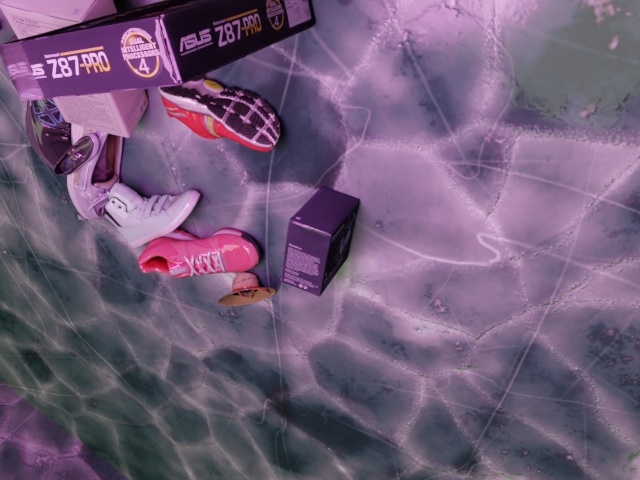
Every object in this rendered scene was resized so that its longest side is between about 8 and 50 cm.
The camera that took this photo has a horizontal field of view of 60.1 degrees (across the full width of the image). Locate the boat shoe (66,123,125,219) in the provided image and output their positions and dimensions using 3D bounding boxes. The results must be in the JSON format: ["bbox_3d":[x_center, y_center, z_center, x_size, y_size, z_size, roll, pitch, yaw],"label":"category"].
[{"bbox_3d":[-0.525,-0.178,1.325,0.103,0.118,0.321,26,122,15],"label":"boat shoe"}]

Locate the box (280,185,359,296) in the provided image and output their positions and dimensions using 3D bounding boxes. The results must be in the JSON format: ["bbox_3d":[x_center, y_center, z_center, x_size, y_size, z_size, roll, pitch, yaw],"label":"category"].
[{"bbox_3d":[0.000,0.000,1.123,0.093,0.156,0.158,20,127,15],"label":"box"}]

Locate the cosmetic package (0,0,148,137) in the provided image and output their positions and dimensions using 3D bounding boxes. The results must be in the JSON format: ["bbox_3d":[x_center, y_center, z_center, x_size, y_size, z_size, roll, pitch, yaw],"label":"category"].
[{"bbox_3d":[-0.463,-0.353,1.084,0.160,0.113,0.309,15,152,5],"label":"cosmetic package"}]

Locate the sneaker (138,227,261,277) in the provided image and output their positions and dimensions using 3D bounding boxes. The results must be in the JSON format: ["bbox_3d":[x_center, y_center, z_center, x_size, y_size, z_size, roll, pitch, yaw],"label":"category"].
[{"bbox_3d":[-0.293,0.050,1.322,0.313,0.136,0.116,1,121,21],"label":"sneaker"}]

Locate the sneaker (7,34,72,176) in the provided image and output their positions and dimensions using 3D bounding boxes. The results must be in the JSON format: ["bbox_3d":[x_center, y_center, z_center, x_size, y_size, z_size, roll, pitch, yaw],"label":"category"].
[{"bbox_3d":[-0.602,-0.301,1.280,0.139,0.125,0.341,4,124,21],"label":"sneaker"}]

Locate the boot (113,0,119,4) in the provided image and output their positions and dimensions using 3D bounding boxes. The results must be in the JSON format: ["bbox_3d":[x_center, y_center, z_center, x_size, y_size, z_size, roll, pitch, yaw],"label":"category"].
[{"bbox_3d":[-0.506,-0.506,1.076,0.220,0.109,0.283,31,146,-18],"label":"boot"}]

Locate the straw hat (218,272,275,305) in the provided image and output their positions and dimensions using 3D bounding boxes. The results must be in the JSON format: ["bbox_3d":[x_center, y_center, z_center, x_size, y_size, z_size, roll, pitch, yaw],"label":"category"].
[{"bbox_3d":[-0.183,0.111,1.354,0.144,0.144,0.061,-27,67,38],"label":"straw hat"}]

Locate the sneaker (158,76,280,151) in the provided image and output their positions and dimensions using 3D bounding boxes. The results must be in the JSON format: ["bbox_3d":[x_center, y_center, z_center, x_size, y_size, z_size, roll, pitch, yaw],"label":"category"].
[{"bbox_3d":[-0.201,-0.249,1.130,0.278,0.107,0.118,29,148,14],"label":"sneaker"}]

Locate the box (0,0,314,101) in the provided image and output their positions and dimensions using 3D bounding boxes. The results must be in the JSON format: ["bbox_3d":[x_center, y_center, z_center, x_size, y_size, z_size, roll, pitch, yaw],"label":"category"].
[{"bbox_3d":[-0.235,-0.328,0.883,0.318,0.395,0.097,2,121,29],"label":"box"}]

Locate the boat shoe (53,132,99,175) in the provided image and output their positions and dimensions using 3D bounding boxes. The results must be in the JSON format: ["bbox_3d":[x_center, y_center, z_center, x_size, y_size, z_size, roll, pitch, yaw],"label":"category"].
[{"bbox_3d":[-0.550,-0.189,1.246,0.142,0.040,0.049,-35,96,29],"label":"boat shoe"}]

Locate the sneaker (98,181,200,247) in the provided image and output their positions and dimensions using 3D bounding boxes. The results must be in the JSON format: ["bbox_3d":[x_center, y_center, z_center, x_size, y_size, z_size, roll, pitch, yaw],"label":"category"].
[{"bbox_3d":[-0.412,-0.085,1.303,0.255,0.094,0.151,-25,120,27],"label":"sneaker"}]
